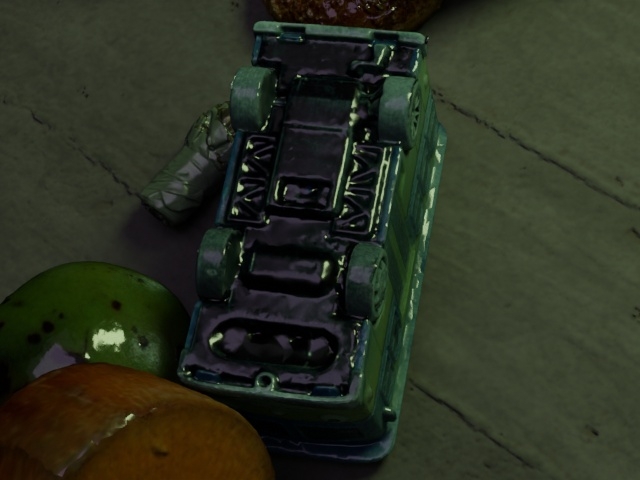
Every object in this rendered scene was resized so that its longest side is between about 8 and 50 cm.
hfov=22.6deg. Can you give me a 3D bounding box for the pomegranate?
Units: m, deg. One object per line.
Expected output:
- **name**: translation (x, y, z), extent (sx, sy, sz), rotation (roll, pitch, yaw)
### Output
- **pomegranate**: translation (-0.202, 0.110, 1.290), extent (0.248, 0.202, 0.202), rotation (16, 68, 53)

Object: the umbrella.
- **umbrella**: translation (-0.098, -0.073, 1.406), extent (0.143, 0.062, 0.067), rotation (-52, 34, -10)

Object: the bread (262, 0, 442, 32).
- **bread**: translation (0.035, -0.254, 1.448), extent (0.193, 0.064, 0.193), rotation (-7, 61, 13)

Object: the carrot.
- **carrot**: translation (-0.151, 0.238, 1.155), extent (0.258, 0.307, 0.100), rotation (-19, 32, -33)

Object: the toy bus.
- **toy bus**: translation (0.000, 0.000, 1.266), extent (0.152, 0.190, 0.312), rotation (6, 68, 12)
